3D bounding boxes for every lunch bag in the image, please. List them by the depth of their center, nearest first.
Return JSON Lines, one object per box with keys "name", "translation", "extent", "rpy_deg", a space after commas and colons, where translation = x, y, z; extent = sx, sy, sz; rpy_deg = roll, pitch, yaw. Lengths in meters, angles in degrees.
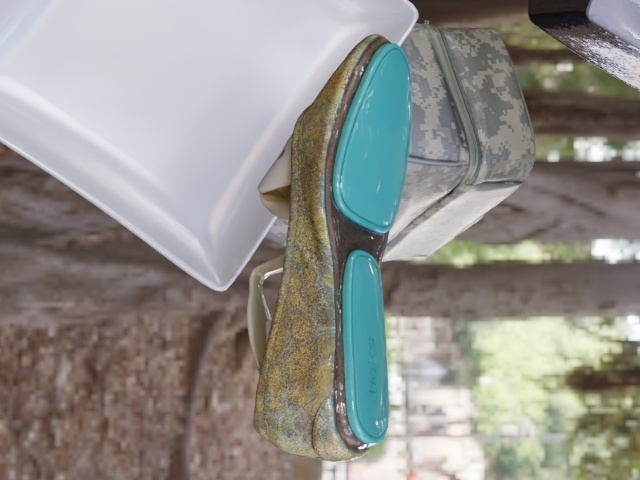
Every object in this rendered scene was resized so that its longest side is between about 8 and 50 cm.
{"name": "lunch bag", "translation": [0.058, -0.108, 1.566], "extent": [0.305, 0.256, 0.212], "rpy_deg": [-39, -118, 55]}

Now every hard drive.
{"name": "hard drive", "translation": [0.336, -0.187, 1.370], "extent": [0.054, 0.255, 0.172], "rpy_deg": [-64, -161, -1]}

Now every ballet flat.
{"name": "ballet flat", "translation": [0.000, 0.000, 1.094], "extent": [0.123, 0.123, 0.348], "rpy_deg": [79, 15, -73]}

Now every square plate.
{"name": "square plate", "translation": [-0.135, -0.184, 1.319], "extent": [0.344, 0.347, 0.049], "rpy_deg": [-55, -163, -3]}
